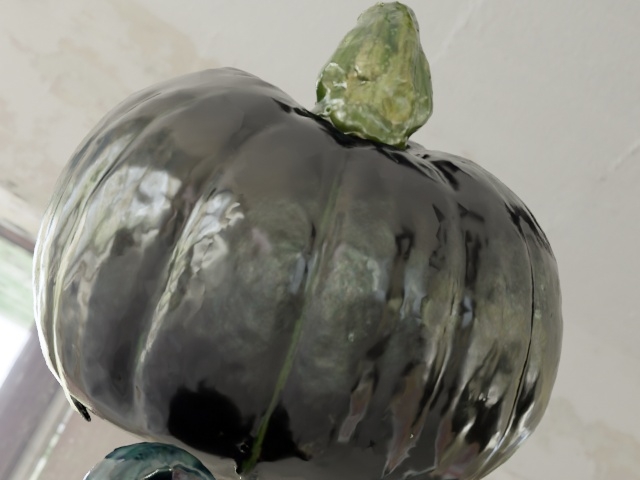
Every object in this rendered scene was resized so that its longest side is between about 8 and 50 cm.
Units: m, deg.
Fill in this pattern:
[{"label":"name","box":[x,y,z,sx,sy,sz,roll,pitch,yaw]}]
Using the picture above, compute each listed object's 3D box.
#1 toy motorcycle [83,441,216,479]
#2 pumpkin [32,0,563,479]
[{"label":"toy motorcycle","box":[-0.082,0.262,0.481,0.181,0.319,0.241,-9,10,8]},{"label":"pumpkin","box":[0.000,0.000,0.656,0.295,0.296,0.296,22,-23,10]}]
